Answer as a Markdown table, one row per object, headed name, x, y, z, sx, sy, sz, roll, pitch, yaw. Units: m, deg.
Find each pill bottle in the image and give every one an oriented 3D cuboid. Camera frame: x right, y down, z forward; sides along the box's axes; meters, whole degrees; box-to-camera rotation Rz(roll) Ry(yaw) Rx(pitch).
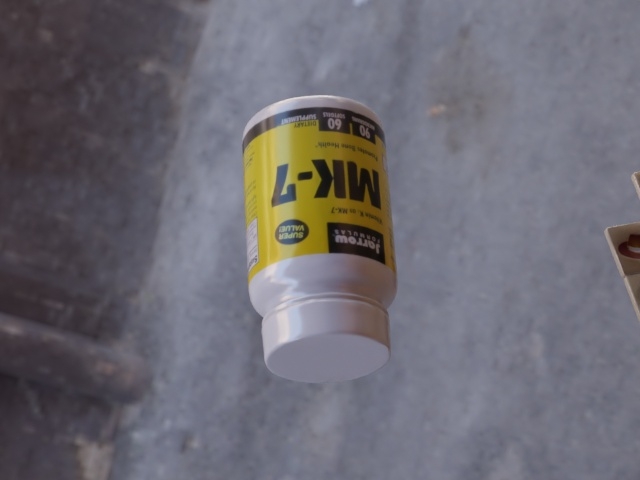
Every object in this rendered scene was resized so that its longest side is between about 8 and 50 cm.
| name | x | y | z | sx | sy | sz | roll | pitch | yaw |
| --- | --- | --- | --- | --- | --- | --- | --- | --- | --- |
| pill bottle | 0.000 | 0.000 | 1.385 | 0.119 | 0.119 | 0.209 | -37 | 48 | 47 |

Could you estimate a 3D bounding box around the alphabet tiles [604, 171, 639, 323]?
| name | x | y | z | sx | sy | sz | roll | pitch | yaw |
| --- | --- | --- | --- | --- | --- | --- | --- | --- | --- |
| alphabet tiles | 0.463 | 0.069 | 1.853 | 0.011 | 0.285 | 0.343 | 124 | 132 | -60 |
